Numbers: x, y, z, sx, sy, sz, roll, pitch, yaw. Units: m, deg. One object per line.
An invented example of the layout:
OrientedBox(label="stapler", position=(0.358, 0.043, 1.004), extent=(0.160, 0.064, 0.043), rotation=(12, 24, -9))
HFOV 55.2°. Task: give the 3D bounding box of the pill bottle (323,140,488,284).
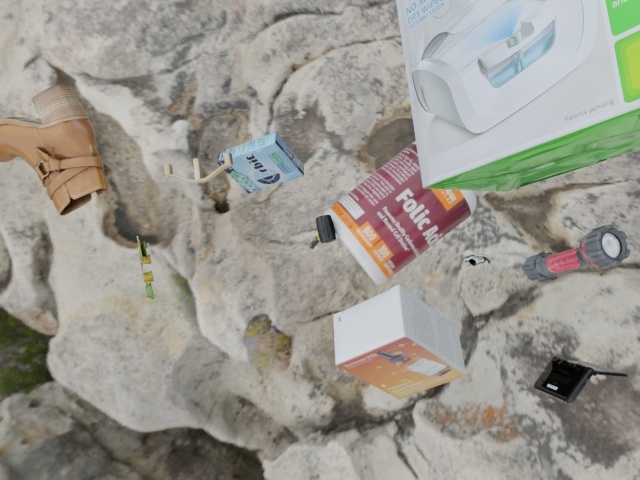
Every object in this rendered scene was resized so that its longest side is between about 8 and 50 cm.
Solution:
OrientedBox(label="pill bottle", position=(0.223, -0.095, 1.451), extent=(0.392, 0.224, 0.224), rotation=(-38, 87, 1))

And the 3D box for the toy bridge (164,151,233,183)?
OrientedBox(label="toy bridge", position=(-0.321, -0.183, 1.604), extent=(0.188, 0.026, 0.063), rotation=(-10, 81, 8))

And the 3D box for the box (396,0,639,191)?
OrientedBox(label="box", position=(0.202, -0.183, 0.508), extent=(0.262, 0.127, 0.231), rotation=(-17, 77, 54))

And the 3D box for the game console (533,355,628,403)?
OrientedBox(label="game console", position=(0.464, 0.253, 1.099), extent=(0.071, 0.122, 0.107), rotation=(39, 83, -7))

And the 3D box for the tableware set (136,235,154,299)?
OrientedBox(label="tableware set", position=(-0.369, 0.058, 1.307), extent=(0.024, 0.154, 0.104), rotation=(-11, 114, -15))

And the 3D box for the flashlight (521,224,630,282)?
OrientedBox(label="flashlight", position=(0.640, 0.045, 1.572), extent=(0.103, 0.304, 0.103), rotation=(-38, 92, -25))

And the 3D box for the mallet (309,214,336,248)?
OrientedBox(label="mallet", position=(0.000, 0.000, 1.431), extent=(0.039, 0.189, 0.062), rotation=(-10, 72, -14))

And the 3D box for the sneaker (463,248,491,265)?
OrientedBox(label="sneaker", position=(0.398, 0.052, 1.562), extent=(0.083, 0.037, 0.032), rotation=(17, 148, -18))

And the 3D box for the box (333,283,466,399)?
OrientedBox(label="box", position=(0.122, 0.162, 0.948), extent=(0.130, 0.091, 0.170), rotation=(-29, 134, 30))

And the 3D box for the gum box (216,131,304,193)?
OrientedBox(label="gum box", position=(-0.162, -0.209, 1.674), extent=(0.184, 0.157, 0.041), rotation=(-16, 54, 23))

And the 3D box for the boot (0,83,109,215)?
OrientedBox(label="boot", position=(-0.380, -0.104, 0.841), extent=(0.197, 0.073, 0.152), rotation=(-22, 91, 34))
